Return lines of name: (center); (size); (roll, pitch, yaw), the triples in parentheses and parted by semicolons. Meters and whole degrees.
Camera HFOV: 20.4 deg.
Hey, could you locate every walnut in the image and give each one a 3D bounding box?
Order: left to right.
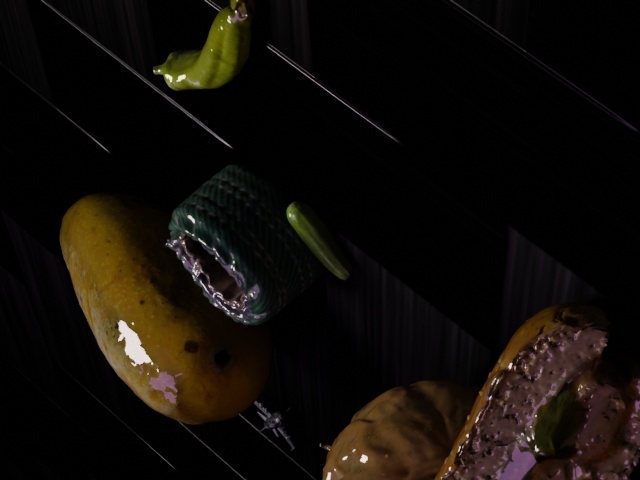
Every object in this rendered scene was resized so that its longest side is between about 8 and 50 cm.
walnut: (0.098, 0.243, 1.532); (0.257, 0.257, 0.224); (93, 164, -61)

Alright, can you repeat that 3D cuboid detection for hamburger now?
hamburger: (0.157, 0.150, 1.326); (0.124, 0.131, 0.262); (24, 117, -9)

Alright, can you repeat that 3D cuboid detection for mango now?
mango: (-0.163, 0.054, 1.801); (0.329, 0.175, 0.176); (57, 134, 36)

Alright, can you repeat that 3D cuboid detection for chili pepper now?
chili pepper: (-0.082, -0.155, 1.445); (0.208, 0.043, 0.049); (-27, 79, 63)

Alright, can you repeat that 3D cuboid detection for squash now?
squash: (-0.001, 0.000, 1.566); (0.027, 0.027, 0.089); (11, 141, 56)

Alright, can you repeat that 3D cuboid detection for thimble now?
thimble: (-0.069, 0.004, 1.615); (0.135, 0.090, 0.118); (45, 156, 12)

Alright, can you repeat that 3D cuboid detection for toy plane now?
toy plane: (-0.052, 0.202, 1.992); (0.078, 0.031, 0.083); (48, 159, 0)

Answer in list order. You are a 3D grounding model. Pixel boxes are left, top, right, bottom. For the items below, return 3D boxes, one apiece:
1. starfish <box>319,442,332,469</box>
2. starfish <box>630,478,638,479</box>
starfish: (0.028, 0.251, 1.933); (0.078, 0.028, 0.091); (58, 159, -10)
starfish: (0.298, 0.215, 1.350); (0.138, 0.050, 0.247); (51, 151, -6)
